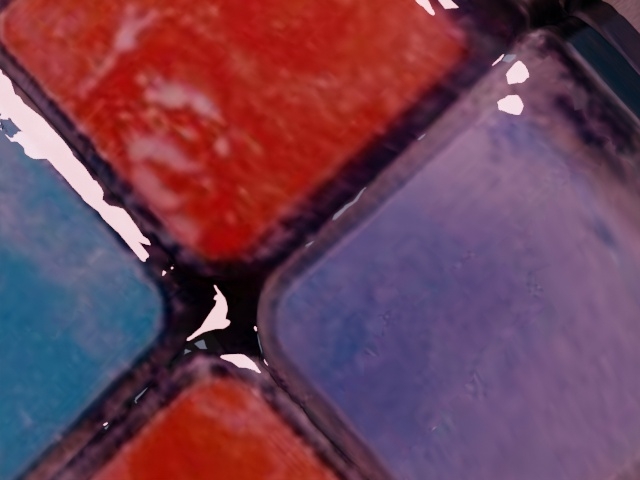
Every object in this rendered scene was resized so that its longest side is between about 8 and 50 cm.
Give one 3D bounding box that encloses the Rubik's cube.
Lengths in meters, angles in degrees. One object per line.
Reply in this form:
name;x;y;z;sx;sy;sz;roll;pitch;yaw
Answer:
Rubik's cube;0.000;0.000;0.744;0.313;0.318;0.316;-42;-3;17
